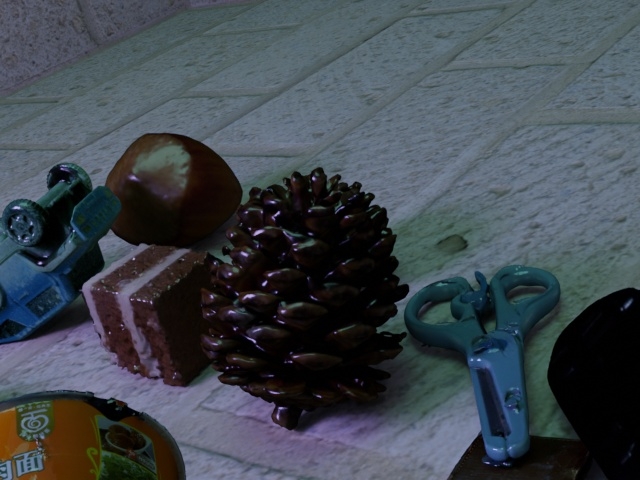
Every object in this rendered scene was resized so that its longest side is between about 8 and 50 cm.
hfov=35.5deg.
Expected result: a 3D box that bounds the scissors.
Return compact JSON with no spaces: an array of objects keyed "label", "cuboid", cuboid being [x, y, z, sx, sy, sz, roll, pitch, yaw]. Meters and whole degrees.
[{"label":"scissors","cuboid":[0.173,0.112,1.034,0.180,0.032,0.393,-14,20,11]}]

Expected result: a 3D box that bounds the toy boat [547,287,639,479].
[{"label":"toy boat","cuboid":[0.295,0.143,0.865,0.134,0.092,0.299,-44,13,11]}]

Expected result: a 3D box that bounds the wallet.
[{"label":"wallet","cuboid":[0.138,0.235,0.821,0.122,0.031,0.232,-3,24,38]}]

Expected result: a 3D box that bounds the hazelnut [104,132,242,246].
[{"label":"hazelnut","cuboid":[-0.236,-0.084,1.576,0.210,0.186,0.210,-29,26,15]}]

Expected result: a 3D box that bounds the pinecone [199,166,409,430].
[{"label":"pinecone","cuboid":[-0.018,0.062,1.053,0.224,0.273,0.224,3,-3,0]}]

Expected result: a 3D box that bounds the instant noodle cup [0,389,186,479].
[{"label":"instant noodle cup","cuboid":[-0.205,0.260,0.774,0.230,0.230,0.182,-19,33,-6]}]

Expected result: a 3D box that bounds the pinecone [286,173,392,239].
[{"label":"pinecone","cuboid":[-0.002,-0.003,1.284,0.195,0.150,0.179,-1,28,30]}]

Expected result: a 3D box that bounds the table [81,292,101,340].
[{"label":"table","cuboid":[-0.272,0.084,1.355,0.070,0.083,0.082,-19,19,1]}]

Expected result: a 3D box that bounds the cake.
[{"label":"cake","cuboid":[-0.201,0.087,1.231,0.147,0.135,0.134,6,31,32]}]

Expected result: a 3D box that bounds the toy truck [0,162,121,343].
[{"label":"toy truck","cuboid":[-0.401,0.022,1.404,0.279,0.156,0.155,-34,14,28]}]
